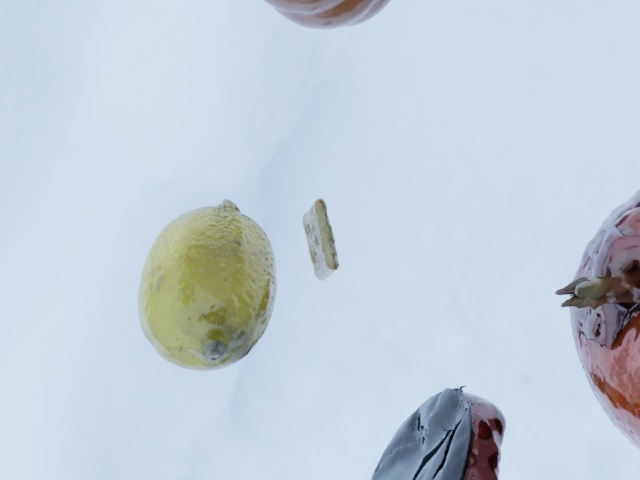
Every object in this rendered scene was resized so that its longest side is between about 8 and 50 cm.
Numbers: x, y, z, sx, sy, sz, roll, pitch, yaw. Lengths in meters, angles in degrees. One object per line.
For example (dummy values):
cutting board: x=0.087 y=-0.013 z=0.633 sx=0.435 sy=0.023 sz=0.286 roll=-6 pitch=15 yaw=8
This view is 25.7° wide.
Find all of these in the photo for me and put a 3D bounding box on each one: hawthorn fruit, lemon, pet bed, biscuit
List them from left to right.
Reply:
lemon: x=-0.066 y=0.025 z=0.832 sx=0.082 sy=0.111 sz=0.082 roll=5 pitch=146 yaw=3
biscuit: x=0.000 y=0.000 z=1.573 sx=0.018 sy=0.081 sz=0.083 roll=-10 pitch=82 yaw=-14
pet bed: x=0.083 y=0.210 z=1.139 sx=0.053 sy=0.201 sz=0.201 roll=25 pitch=113 yaw=-13
hawthorn fruit: x=0.297 y=0.056 z=1.043 sx=0.307 sy=0.276 sz=0.276 roll=14 pitch=118 yaw=-37

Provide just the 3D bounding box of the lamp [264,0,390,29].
lamp: x=0.003 y=-0.318 z=1.380 sx=0.196 sy=0.223 sz=0.223 roll=-6 pitch=110 yaw=30
